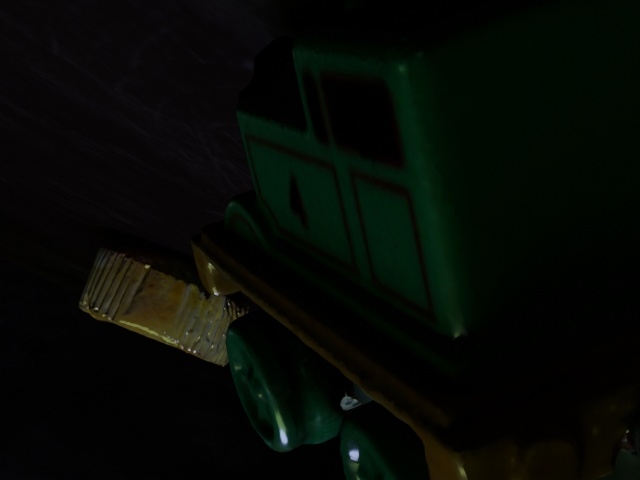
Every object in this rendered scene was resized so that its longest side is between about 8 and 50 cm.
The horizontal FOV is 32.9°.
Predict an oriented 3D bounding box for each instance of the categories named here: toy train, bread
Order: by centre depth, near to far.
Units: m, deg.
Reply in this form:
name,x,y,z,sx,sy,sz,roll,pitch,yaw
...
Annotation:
name,x,y,z,sx,sy,sz,roll,pitch,yaw
toy train,0.051,-0.005,0.529,0.178,0.249,0.429,-19,-161,-17
bread,-0.236,0.093,1.656,0.250,0.133,0.179,20,169,13

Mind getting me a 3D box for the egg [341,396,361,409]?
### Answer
name,x,y,z,sx,sy,sz,roll,pitch,yaw
egg,0.016,0.158,1.489,0.141,0.141,0.182,12,167,37
